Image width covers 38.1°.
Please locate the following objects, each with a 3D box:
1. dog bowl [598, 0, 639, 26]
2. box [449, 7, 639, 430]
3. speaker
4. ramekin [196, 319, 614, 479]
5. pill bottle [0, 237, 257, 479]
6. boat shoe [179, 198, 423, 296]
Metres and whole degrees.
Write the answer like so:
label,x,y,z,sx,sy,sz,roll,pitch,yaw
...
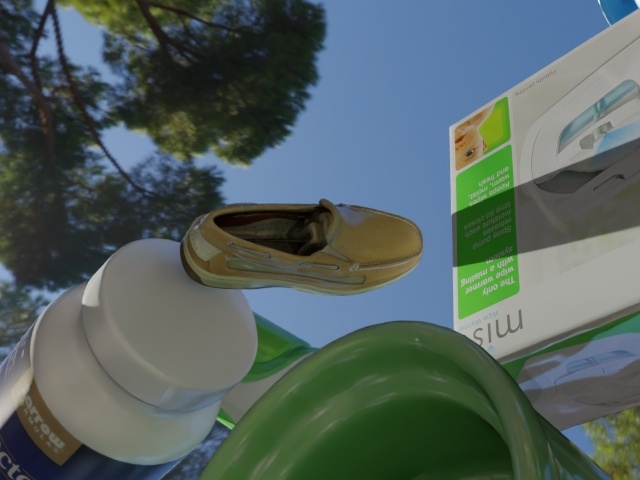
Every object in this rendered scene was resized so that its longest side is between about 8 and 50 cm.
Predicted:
label,x,y,z,sx,sy,sz,roll,pitch,yaw
dog bowl,0.321,-0.276,0.746,0.074,0.297,0.166,-31,-127,-22
box,0.225,-0.023,0.632,0.262,0.127,0.231,-30,-138,41
speaker,-0.108,0.125,1.009,0.297,0.131,0.131,26,-82,34
ramekin,0.039,0.209,0.499,0.148,0.303,0.303,36,-77,-25
pill bottle,-0.170,0.123,0.711,0.153,0.153,0.264,53,-55,11
boat shoe,0.000,0.000,0.661,0.072,0.190,0.068,-50,-129,52
